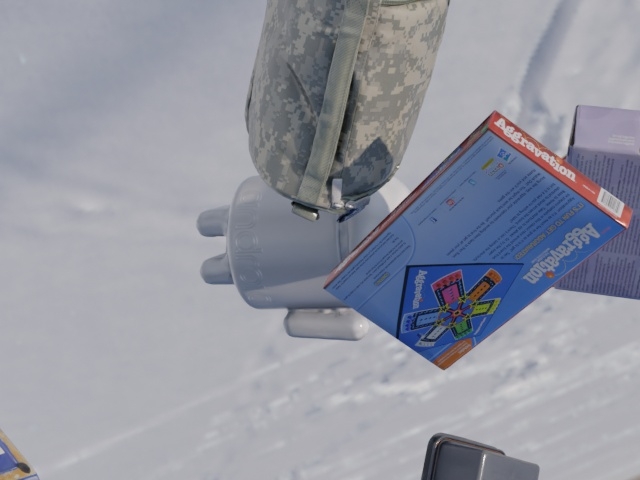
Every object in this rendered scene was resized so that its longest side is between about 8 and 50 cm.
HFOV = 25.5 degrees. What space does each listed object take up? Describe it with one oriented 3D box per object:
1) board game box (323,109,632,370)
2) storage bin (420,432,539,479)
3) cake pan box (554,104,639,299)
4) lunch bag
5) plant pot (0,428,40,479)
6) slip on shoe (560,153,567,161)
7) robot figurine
[{"bbox_3d":[0.129,0.010,1.243,0.281,0.145,0.027,-46,-168,48],"label":"board game box"},{"bbox_3d":[0.209,0.307,1.815,0.135,0.098,0.091,20,167,-33],"label":"storage bin"},{"bbox_3d":[0.377,-0.030,1.503,0.245,0.070,0.267,5,143,9],"label":"cake pan box"},{"bbox_3d":[0.024,-0.204,1.655,0.212,0.256,0.305,14,117,-1],"label":"lunch bag"},{"bbox_3d":[-0.510,0.324,1.803,0.212,0.236,0.236,-50,163,18],"label":"plant pot"},{"bbox_3d":[0.284,-0.035,1.713,0.331,0.123,0.101,-29,170,3],"label":"slip on shoe"},{"bbox_3d":[0.000,0.000,2.063,0.353,0.300,0.200,-3,-170,18],"label":"robot figurine"}]
